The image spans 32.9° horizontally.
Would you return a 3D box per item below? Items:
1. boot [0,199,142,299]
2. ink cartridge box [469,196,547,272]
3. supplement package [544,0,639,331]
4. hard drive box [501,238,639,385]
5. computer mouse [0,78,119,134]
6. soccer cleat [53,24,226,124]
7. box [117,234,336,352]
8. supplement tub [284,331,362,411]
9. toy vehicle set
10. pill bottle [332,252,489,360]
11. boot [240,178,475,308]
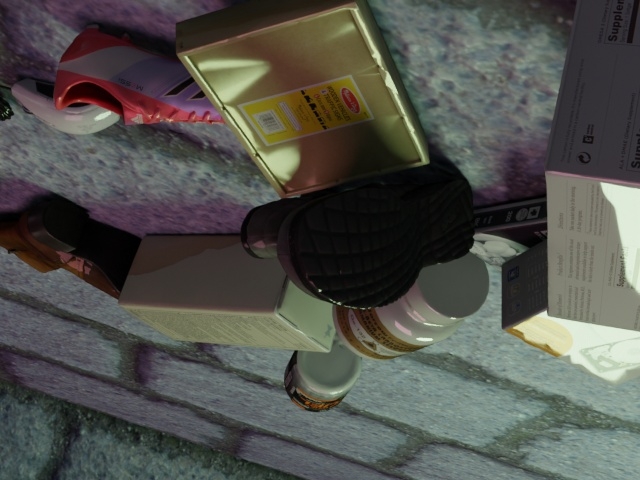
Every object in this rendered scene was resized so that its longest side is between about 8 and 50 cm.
[{"bbox_3d":[-0.401,0.041,1.750,0.264,0.096,0.280,30,156,-29],"label":"boot"},{"bbox_3d":[0.293,0.016,1.229,0.206,0.045,0.208,33,152,-32],"label":"ink cartridge box"},{"bbox_3d":[0.260,-0.068,0.837,0.145,0.204,0.262,9,157,16],"label":"supplement package"},{"bbox_3d":[0.333,0.049,1.135,0.181,0.089,0.232,26,141,-26],"label":"hard drive box"},{"bbox_3d":[-0.334,-0.160,1.289,0.192,0.042,0.106,12,157,14],"label":"computer mouse"},{"bbox_3d":[-0.150,-0.148,1.106,0.248,0.095,0.083,16,158,6],"label":"soccer cleat"},{"bbox_3d":[-0.128,0.075,1.584,0.311,0.121,0.148,1,153,36],"label":"box"},{"bbox_3d":[0.000,0.228,1.858,0.117,0.117,0.190,18,158,-1],"label":"supplement tub"},{"bbox_3d":[-0.008,-0.135,1.032,0.165,0.035,0.267,-12,150,14],"label":"toy vehicle set"},{"bbox_3d":[0.115,0.073,1.384,0.131,0.131,0.229,24,157,-15],"label":"pill bottle"},{"bbox_3d":[0.000,0.000,1.143,0.222,0.118,0.338,0,-176,33],"label":"boot"}]
